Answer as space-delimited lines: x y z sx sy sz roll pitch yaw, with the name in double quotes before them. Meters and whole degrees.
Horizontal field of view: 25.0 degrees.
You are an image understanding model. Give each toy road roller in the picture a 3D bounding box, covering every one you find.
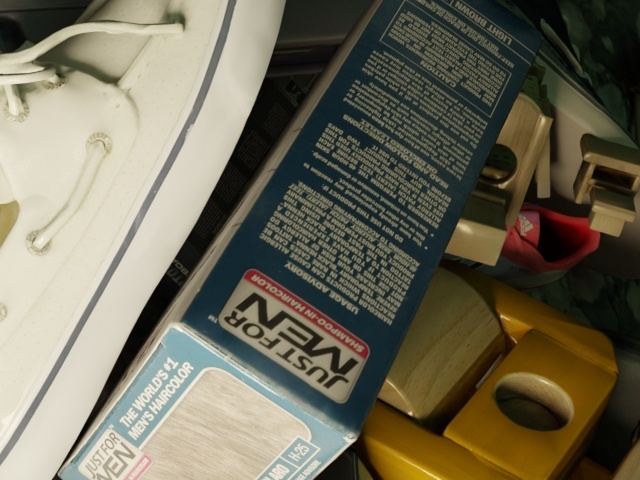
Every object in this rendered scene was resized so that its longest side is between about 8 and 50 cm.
"toy road roller" 0.123 0.191 0.981 0.329 0.241 0.202 30 39 17

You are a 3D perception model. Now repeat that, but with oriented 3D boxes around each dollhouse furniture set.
"dollhouse furniture set" 0.179 -0.055 1.059 0.161 0.101 0.182 15 27 -3

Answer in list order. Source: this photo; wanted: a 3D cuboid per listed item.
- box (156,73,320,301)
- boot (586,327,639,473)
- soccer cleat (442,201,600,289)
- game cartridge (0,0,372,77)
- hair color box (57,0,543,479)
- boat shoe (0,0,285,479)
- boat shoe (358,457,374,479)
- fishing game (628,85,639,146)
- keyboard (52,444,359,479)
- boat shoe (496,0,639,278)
"box" -0.058 -0.062 0.984 0.183 0.059 0.233 46 45 -15
"boot" 0.265 0.248 1.130 0.338 0.118 0.223 48 49 -11
"soccer cleat" 0.112 -0.003 1.104 0.248 0.095 0.083 7 66 -44
"game cartridge" -0.110 -0.203 0.944 0.355 0.068 0.230 -10 61 -37
"hair color box" 0.000 0.000 0.821 0.105 0.174 0.347 35 47 -4
"boat shoe" -0.154 -0.047 0.751 0.156 0.136 0.367 28 88 -32
"boat shoe" -0.007 0.243 0.856 0.098 0.109 0.302 -11 84 -49
"fishing game" 0.406 -0.037 1.460 0.264 0.041 0.189 25 48 -26
"keyboard" -0.065 0.169 0.818 0.180 0.023 0.108 -2 64 -4
"boat shoe" 0.197 -0.128 1.228 0.340 0.127 0.158 45 45 -21
